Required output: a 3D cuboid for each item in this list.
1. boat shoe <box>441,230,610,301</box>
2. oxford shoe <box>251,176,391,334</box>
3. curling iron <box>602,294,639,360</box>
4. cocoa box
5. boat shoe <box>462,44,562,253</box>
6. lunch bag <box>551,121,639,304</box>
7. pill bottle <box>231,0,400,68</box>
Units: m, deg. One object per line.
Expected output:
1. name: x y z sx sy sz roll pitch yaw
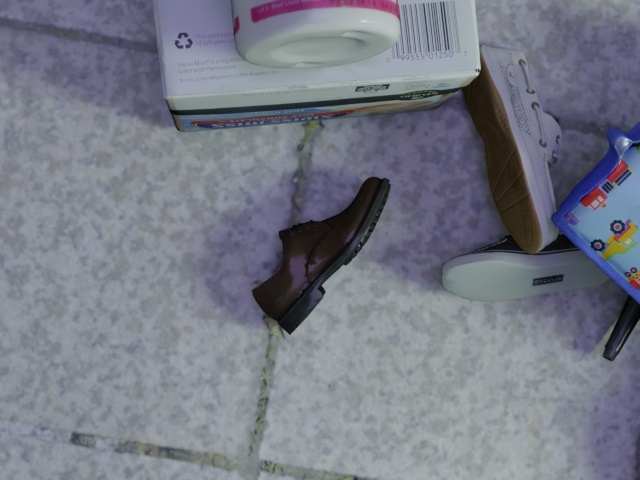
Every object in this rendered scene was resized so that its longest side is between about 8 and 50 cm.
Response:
1. boat shoe: 0.257 0.026 1.213 0.219 0.078 0.070 -3 47 -7
2. oxford shoe: 0.000 0.000 1.185 0.096 0.083 0.227 40 84 2
3. curling iron: 0.425 0.028 1.237 0.068 0.035 0.274 27 88 -30
4. cocoa box: -0.016 -0.266 1.117 0.347 0.228 0.231 -6 87 -5
5. boat shoe: 0.257 -0.121 1.184 0.096 0.098 0.277 -8 74 -16
6. lunch bag: 0.427 -0.028 1.104 0.293 0.138 0.221 37 109 -21
7. pill bottle: -0.014 -0.321 0.925 0.160 0.160 0.283 -5 87 -5
